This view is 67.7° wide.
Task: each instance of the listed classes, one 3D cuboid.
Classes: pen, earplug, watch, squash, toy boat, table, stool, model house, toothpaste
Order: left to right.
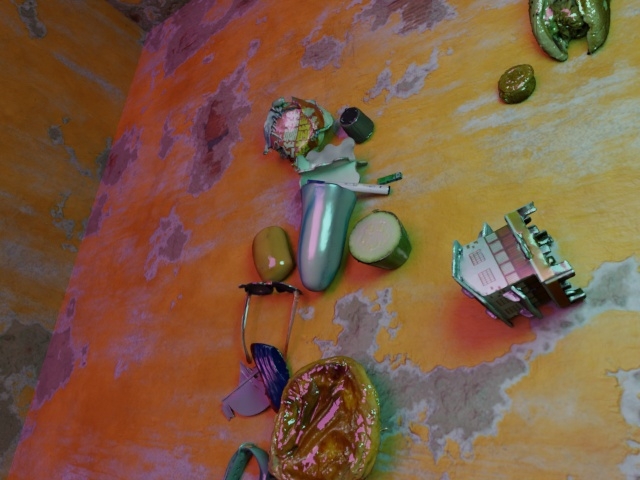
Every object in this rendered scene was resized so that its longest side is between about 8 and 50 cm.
[{"bbox_3d":[-0.204,0.715,1.378,0.195,0.068,0.237,-12,65,39],"label":"watch"},{"bbox_3d":[-0.205,0.477,1.490,0.219,0.072,0.318,37,105,35],"label":"toy boat"},{"bbox_3d":[0.000,0.000,1.494,0.185,0.185,0.324,-1,72,40],"label":"earplug"},{"bbox_3d":[0.041,-0.241,1.584,0.198,0.166,0.166,-14,60,35],"label":"table"},{"bbox_3d":[0.086,-0.168,1.512,0.269,0.033,0.033,6,70,12],"label":"pen"},{"bbox_3d":[0.121,-0.396,1.626,0.096,0.110,0.096,-19,55,29],"label":"stool"},{"bbox_3d":[0.179,0.005,1.363,0.170,0.123,0.170,-20,56,33],"label":"squash"},{"bbox_3d":[0.218,-0.195,1.506,0.083,0.017,0.020,-14,63,36],"label":"toothpaste"},{"bbox_3d":[0.427,0.069,1.054,0.215,0.224,0.198,-28,55,23],"label":"model house"}]

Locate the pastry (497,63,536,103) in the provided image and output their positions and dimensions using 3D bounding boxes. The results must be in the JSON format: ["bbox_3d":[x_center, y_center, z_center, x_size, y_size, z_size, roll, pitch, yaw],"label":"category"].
[{"bbox_3d":[0.544,-0.433,1.321,0.109,0.057,0.097,-46,41,10],"label":"pastry"}]

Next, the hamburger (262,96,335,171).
[{"bbox_3d":[-0.083,-0.412,1.809,0.276,0.150,0.260,32,109,30],"label":"hamburger"}]

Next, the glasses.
[{"bbox_3d":[-0.178,0.262,1.547,0.234,0.118,0.268,-6,66,36],"label":"glasses"}]

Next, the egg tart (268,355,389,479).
[{"bbox_3d":[0.034,0.479,1.225,0.340,0.153,0.351,-15,60,35],"label":"egg tart"}]

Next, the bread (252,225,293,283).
[{"bbox_3d":[-0.177,0.045,1.672,0.147,0.098,0.217,-37,50,16],"label":"bread"}]

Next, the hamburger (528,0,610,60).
[{"bbox_3d":[0.647,-0.636,1.253,0.168,0.192,0.288,-8,63,49],"label":"hamburger"}]
